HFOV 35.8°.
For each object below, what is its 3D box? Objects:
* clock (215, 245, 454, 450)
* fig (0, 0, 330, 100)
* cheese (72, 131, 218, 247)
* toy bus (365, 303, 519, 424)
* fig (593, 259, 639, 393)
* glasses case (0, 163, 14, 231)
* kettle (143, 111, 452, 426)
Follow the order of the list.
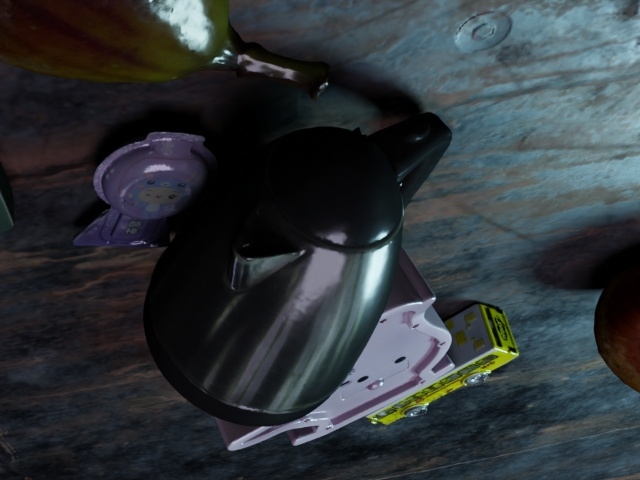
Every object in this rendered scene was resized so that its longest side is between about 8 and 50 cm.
[{"bbox_3d":[0.007,0.137,1.139,0.290,0.080,0.275,-27,152,-6],"label":"clock"},{"bbox_3d":[-0.105,-0.153,0.584,0.274,0.145,0.170,25,138,-34],"label":"fig"},{"bbox_3d":[-0.151,-0.041,0.870,0.105,0.042,0.191,2,151,-24],"label":"cheese"},{"bbox_3d":[0.150,0.168,1.307,0.226,0.081,0.074,-32,146,30],"label":"toy bus"},{"bbox_3d":[0.446,0.103,1.233,0.205,0.205,0.205,-10,150,-6],"label":"fig"},{"bbox_3d":[-0.351,-0.029,0.813,0.184,0.039,0.078,-9,149,-8],"label":"glasses case"},{"bbox_3d":[-0.004,0.013,0.858,0.251,0.207,0.271,2,145,-23],"label":"kettle"}]
